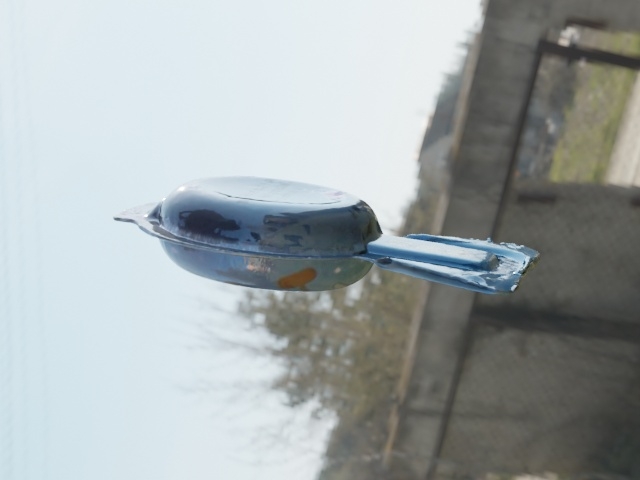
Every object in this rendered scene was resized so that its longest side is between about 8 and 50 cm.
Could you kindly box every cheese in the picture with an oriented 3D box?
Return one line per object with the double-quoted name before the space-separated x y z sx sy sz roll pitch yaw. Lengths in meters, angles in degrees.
"cheese" 0.000 0.000 0.768 0.135 0.244 0.052 -35 -48 -69
